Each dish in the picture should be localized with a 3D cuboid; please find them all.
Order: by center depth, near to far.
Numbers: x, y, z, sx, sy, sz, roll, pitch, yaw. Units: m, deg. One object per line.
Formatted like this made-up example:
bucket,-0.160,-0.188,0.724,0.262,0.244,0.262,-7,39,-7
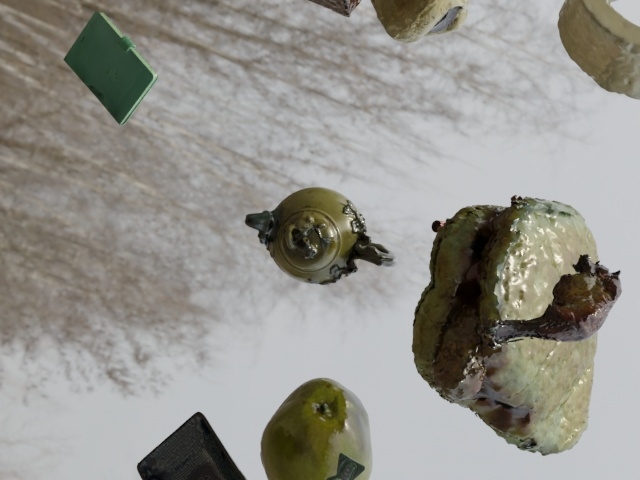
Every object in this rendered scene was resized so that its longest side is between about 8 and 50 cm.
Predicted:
dish,-0.247,0.494,2.118,0.182,0.080,0.243,-41,-134,-3

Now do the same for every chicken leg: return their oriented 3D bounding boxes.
chicken leg,0.320,0.092,1.383,0.106,0.253,0.051,38,-42,36

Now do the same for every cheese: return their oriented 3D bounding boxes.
cheese,0.629,-0.437,1.966,0.292,0.332,0.153,55,-16,24
cheese,0.037,0.479,2.021,0.120,0.067,0.026,-63,166,1

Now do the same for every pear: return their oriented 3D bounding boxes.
pear,-0.006,0.448,2.261,0.269,0.269,0.321,-98,-167,-47

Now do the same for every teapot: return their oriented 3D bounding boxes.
teapot,0.000,0.000,1.795,0.182,0.270,0.173,-29,137,-77

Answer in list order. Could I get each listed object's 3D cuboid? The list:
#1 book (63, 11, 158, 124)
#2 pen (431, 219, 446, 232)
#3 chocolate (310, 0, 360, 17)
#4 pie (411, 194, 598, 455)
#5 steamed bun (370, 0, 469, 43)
book,-0.297,-0.247,1.474,0.103,0.135,0.017,-48,168,28
pen,0.299,-0.006,1.938,0.028,0.239,0.028,-18,-114,49
chocolate,-0.065,-0.457,1.616,0.112,0.321,0.112,-56,157,-17
pie,0.332,0.133,1.682,0.180,0.418,0.395,2,-111,45
steamed bun,0.182,-0.413,1.749,0.141,0.155,0.172,-40,-122,33
